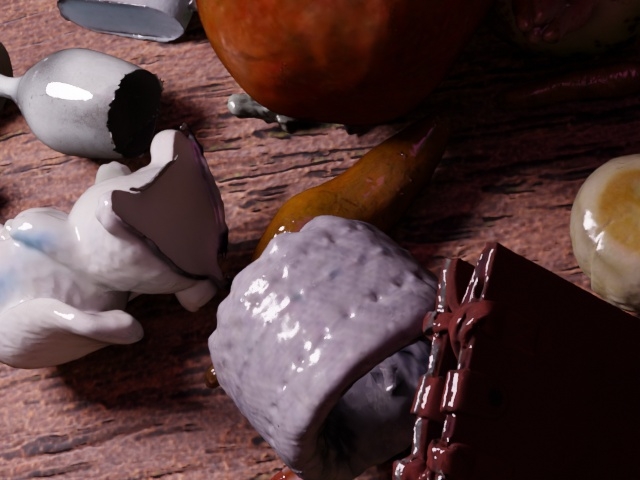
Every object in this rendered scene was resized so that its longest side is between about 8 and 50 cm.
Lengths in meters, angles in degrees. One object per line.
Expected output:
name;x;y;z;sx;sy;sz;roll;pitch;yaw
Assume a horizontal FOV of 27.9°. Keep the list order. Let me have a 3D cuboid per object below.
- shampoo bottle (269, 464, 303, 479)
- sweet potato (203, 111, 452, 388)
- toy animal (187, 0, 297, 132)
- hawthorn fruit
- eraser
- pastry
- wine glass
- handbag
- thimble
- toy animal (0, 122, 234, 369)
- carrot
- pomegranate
shampoo bottle;-0.126;0.323;1.176;0.314;0.118;0.076;-38;56;-2
sweet potato;-0.003;0.004;1.295;0.112;0.112;0.359;32;76;28
toy animal;-0.072;-0.253;1.449;0.170;0.090;0.255;17;80;4
hawthorn fruit;0.017;-0.260;1.243;0.308;0.325;0.308;1;86;-8
eraser;-0.200;-0.357;1.547;0.174;0.081;0.227;11;70;23
pastry;0.310;-0.010;1.209;0.156;0.092;0.156;-4;68;9
wine glass;-0.304;-0.163;1.464;0.241;0.126;0.126;15;71;27
handbag;0.189;0.168;1.066;0.084;0.275;0.260;-13;55;53
thimble;0.024;0.096;1.164;0.157;0.245;0.217;47;108;29
toy animal;-0.220;0.021;1.309;0.289;0.174;0.249;-15;18;44
carrot;0.256;-0.159;1.330;0.165;0.035;0.035;-7;64;18
pomegranate;0.237;-0.260;1.275;0.214;0.214;0.248;6;42;21
